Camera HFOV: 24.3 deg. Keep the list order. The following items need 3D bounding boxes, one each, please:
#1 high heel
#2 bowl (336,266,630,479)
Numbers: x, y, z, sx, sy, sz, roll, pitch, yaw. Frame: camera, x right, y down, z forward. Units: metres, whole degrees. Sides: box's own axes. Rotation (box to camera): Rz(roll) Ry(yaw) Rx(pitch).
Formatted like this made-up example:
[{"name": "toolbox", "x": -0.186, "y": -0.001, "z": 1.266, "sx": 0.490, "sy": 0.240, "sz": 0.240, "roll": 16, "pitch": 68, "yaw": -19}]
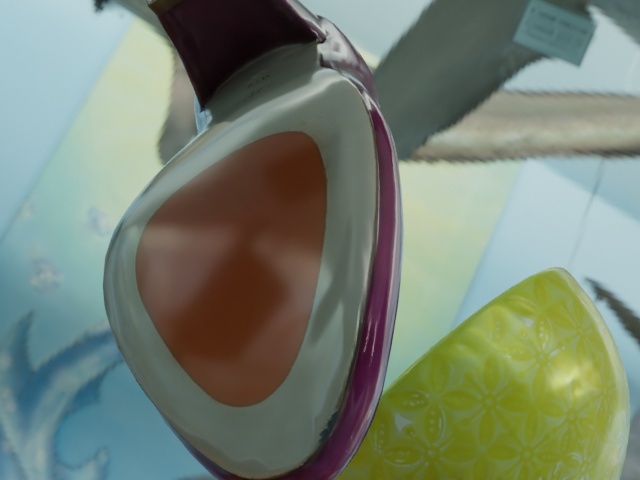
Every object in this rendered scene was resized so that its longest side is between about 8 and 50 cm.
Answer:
[{"name": "high heel", "x": 0.000, "y": 0.000, "z": 0.664, "sx": 0.127, "sy": 0.377, "sz": 0.181, "roll": -24, "pitch": -52, "yaw": 14}, {"name": "bowl", "x": 0.119, "y": 0.173, "z": 1.011, "sx": 0.156, "sy": 0.289, "sz": 0.289, "roll": 45, "pitch": -20, "yaw": 17}]
